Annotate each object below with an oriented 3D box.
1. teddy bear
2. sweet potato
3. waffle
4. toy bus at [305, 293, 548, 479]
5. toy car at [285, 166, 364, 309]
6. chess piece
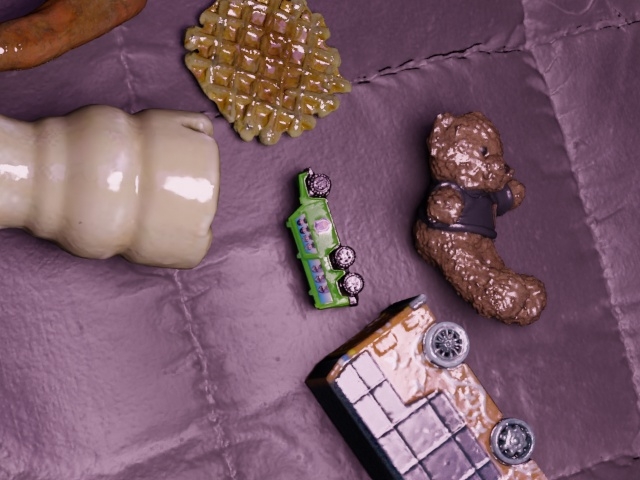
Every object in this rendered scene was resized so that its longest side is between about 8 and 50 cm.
[{"bbox_3d":[0.167,-0.019,1.579,0.129,0.182,0.251,-11,86,20],"label":"teddy bear"},{"bbox_3d":[-0.270,-0.231,1.462,0.075,0.075,0.273,52,46,-4],"label":"sweet potato"},{"bbox_3d":[-0.059,-0.203,1.582,0.169,0.036,0.183,-35,93,-18],"label":"waffle"},{"bbox_3d":[0.122,0.214,1.527,0.167,0.138,0.275,-36,92,-15],"label":"toy bus"},{"bbox_3d":[0.000,0.000,1.557,0.063,0.071,0.165,-18,88,-2],"label":"toy car"},{"bbox_3d":[-0.332,-0.070,1.404,0.442,0.234,0.234,4,82,-19],"label":"chess piece"}]
